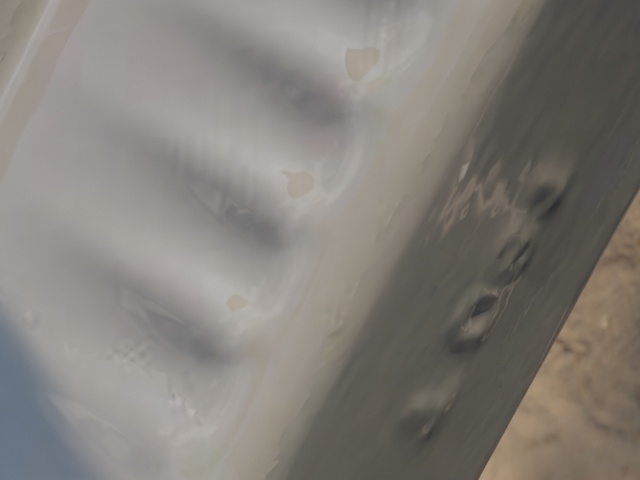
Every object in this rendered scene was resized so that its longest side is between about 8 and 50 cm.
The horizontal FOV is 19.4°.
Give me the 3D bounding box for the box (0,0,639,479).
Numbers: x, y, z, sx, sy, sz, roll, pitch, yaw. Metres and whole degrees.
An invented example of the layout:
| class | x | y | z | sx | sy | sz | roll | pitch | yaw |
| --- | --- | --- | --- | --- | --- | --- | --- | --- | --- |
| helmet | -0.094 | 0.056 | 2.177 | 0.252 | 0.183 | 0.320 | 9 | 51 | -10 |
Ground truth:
| class | x | y | z | sx | sy | sz | roll | pitch | yaw |
| --- | --- | --- | --- | --- | --- | --- | --- | --- | --- |
| box | 0.000 | 0.000 | 0.496 | 0.106 | 0.264 | 0.337 | 33 | 101 | 24 |
